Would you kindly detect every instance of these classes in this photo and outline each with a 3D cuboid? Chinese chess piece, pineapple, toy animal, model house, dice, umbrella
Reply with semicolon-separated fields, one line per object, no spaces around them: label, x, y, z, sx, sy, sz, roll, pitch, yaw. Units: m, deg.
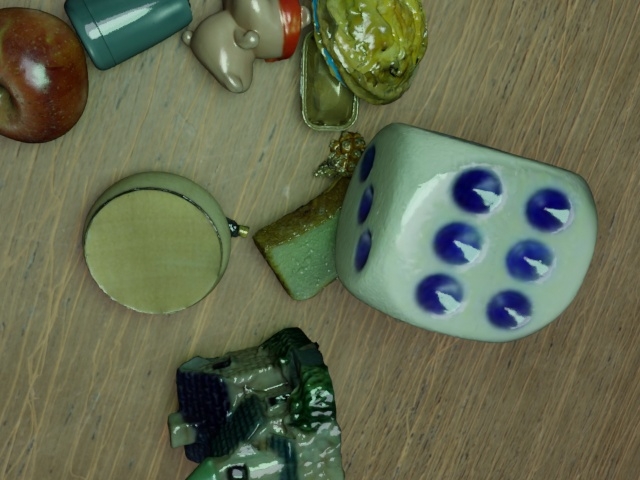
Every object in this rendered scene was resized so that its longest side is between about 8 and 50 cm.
Chinese chess piece;-0.280;0.006;1.157;0.250;0.103;0.250;-1;109;-3
pineapple;0.041;-0.142;1.261;0.114;0.077;0.114;-19;71;1
toy animal;-0.115;-0.349;1.120;0.197;0.171;0.171;-42;109;-1
model house;-0.125;0.318;1.183;0.284;0.298;0.243;-11;104;-12
dice;0.209;-0.021;1.047;0.304;0.304;0.277;16;100;-13
umbrella;-0.200;-0.034;1.225;0.144;0.037;0.040;18;83;-15

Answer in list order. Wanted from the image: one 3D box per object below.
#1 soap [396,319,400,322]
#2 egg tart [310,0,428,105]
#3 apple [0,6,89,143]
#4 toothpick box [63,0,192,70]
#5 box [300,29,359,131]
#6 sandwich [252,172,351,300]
soap;0.249;0.002;1.295;0.259;0.143;0.281;-17;108;-21
egg tart;0.101;-0.372;1.138;0.291;0.107;0.291;9;79;-48
apple;-0.449;-0.257;1.040;0.201;0.162;0.201;11;130;14
toothpick box;-0.304;-0.364;1.087;0.184;0.120;0.120;-29;107;-11
box;0.016;-0.284;1.195;0.111;0.111;0.177;-2;102;-14
sandwich;0.000;0.000;1.236;0.214;0.065;0.186;-32;134;-8
